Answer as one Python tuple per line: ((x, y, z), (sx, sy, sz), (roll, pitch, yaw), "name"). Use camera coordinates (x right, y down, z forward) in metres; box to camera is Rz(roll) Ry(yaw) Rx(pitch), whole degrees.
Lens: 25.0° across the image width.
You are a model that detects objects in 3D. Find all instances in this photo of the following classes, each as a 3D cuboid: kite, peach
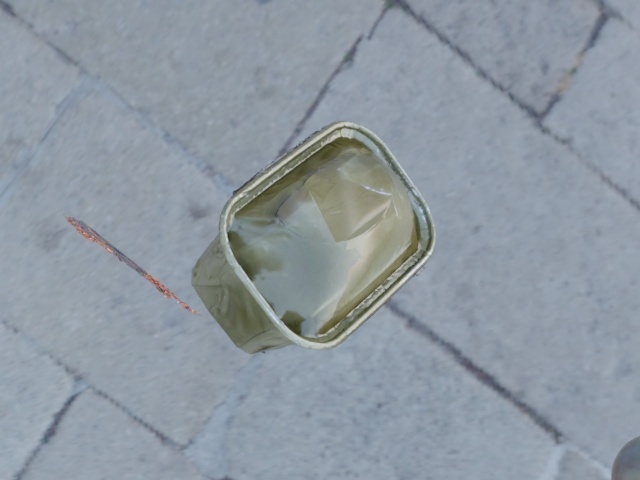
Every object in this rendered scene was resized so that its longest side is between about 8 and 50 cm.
((-0.221, 0.004, 1.501), (0.008, 0.125, 0.222), (-50, 133, -2), "kite")
((0.317, 0.225, 1.372), (0.083, 0.083, 0.083), (5, 78, -22), "peach")

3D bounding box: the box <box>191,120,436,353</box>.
((0.000, 0.000, 0.874), (0.111, 0.111, 0.177), (55, 43, -5), "box")
